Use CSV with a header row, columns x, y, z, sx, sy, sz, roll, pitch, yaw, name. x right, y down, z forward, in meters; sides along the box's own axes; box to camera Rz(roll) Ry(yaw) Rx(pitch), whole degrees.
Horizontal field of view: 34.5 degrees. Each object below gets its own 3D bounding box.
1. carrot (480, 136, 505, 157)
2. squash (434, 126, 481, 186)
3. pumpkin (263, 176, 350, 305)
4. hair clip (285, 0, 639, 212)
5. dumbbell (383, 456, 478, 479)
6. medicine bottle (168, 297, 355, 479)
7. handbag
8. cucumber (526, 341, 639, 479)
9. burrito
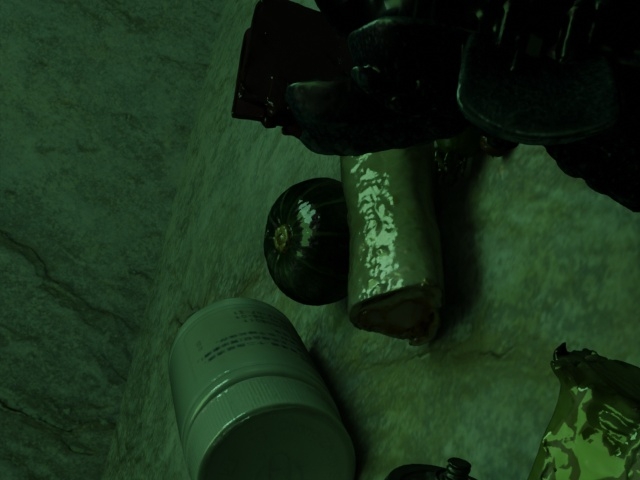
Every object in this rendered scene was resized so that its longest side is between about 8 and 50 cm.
x,y,z,sx,sy,sz,roll,pitch,yaw,name
0.187,-0.127,1.027,0.093,0.032,0.032,-66,19,14,carrot
0.181,-0.205,1.047,0.071,0.080,0.319,-29,-32,-62,squash
-0.002,-0.001,1.329,0.167,0.125,0.167,23,117,59,pumpkin
0.134,-0.119,0.702,0.206,0.310,0.195,95,-176,-72,hair clip
0.083,0.297,0.856,0.110,0.110,0.255,-128,49,-69,dumbbell
-0.082,0.212,1.271,0.332,0.189,0.190,-126,54,-69,medicine bottle
-0.015,-0.231,1.455,0.074,0.203,0.216,117,162,-53,handbag
0.161,0.242,0.661,0.145,0.105,0.326,31,106,44,cucumber
0.079,-0.032,1.112,0.143,0.105,0.299,69,-165,-47,burrito
